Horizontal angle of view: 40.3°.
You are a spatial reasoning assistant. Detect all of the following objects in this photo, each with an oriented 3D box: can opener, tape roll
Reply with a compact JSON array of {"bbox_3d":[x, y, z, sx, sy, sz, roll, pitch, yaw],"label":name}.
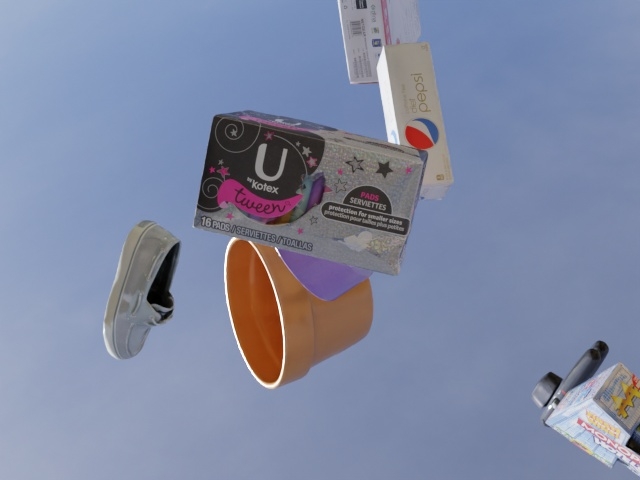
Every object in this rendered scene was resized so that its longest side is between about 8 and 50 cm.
[{"bbox_3d":[0.363,0.211,1.268,0.073,0.186,0.059,36,-129,13],"label":"can opener"},{"bbox_3d":[0.000,0.000,1.422,0.080,0.189,0.189,-35,-151,19],"label":"tape roll"}]

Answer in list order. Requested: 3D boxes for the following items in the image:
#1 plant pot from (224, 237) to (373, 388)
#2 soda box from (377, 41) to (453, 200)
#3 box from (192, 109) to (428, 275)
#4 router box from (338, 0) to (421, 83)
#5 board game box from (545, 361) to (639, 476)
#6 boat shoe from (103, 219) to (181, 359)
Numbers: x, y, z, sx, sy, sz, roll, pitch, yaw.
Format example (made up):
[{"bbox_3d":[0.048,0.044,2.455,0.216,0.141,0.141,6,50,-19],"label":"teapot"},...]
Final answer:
[{"bbox_3d":[-0.034,0.111,1.628,0.203,0.291,0.291,-12,-149,-23],"label":"plant pot"},{"bbox_3d":[0.131,-0.167,1.232,0.069,0.074,0.216,-6,-105,-6],"label":"soda box"},{"bbox_3d":[-0.006,-0.066,1.055,0.247,0.142,0.163,13,-168,6],"label":"box"},{"bbox_3d":[0.108,-0.507,1.653,0.082,0.335,0.301,0,-150,19],"label":"router box"},{"bbox_3d":[0.374,0.228,1.046,0.194,0.194,0.060,34,-107,25],"label":"board game box"},{"bbox_3d":[-0.251,0.085,1.258,0.081,0.227,0.079,25,-156,20],"label":"boat shoe"}]
